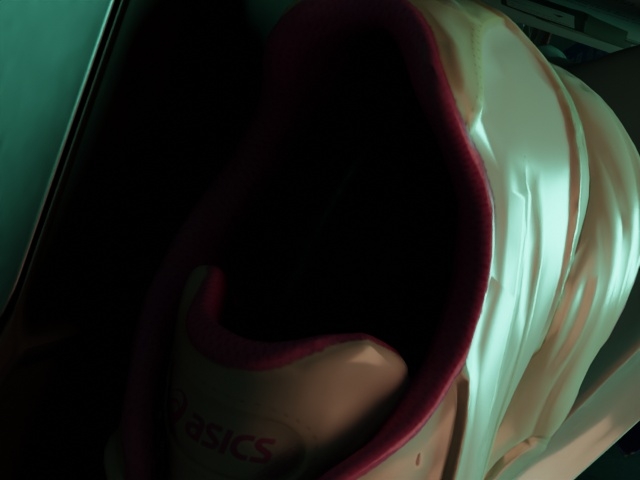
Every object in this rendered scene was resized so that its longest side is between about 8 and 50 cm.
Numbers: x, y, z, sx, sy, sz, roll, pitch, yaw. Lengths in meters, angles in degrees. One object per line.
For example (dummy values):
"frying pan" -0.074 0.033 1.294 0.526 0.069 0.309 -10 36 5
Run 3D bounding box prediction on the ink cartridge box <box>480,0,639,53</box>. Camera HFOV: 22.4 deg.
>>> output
"ink cartridge box" 0.148 -0.202 0.737 0.289 0.122 0.211 -21 132 -82

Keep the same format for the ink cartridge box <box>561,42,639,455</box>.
"ink cartridge box" 0.269 -0.031 1.175 0.395 0.270 0.151 -32 -171 25

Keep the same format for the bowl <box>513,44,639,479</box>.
"bowl" 0.093 0.014 0.680 0.298 0.134 0.298 -40 164 -14

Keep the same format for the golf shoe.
"golf shoe" -0.020 0.079 0.384 0.306 0.115 0.140 -70 157 -7
